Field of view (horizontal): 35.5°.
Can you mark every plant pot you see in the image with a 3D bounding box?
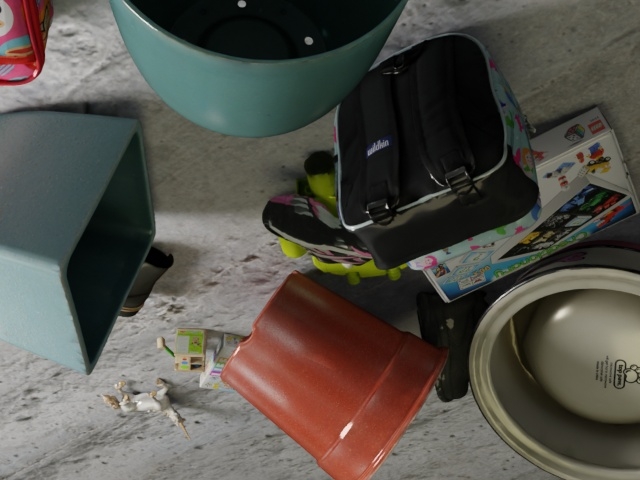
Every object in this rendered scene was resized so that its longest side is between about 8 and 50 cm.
[{"bbox_3d":[-0.065,-0.236,0.967,0.292,0.293,0.235,3,159,-6],"label":"plant pot"},{"bbox_3d":[-0.379,-0.017,1.277,0.252,0.248,0.247,14,144,6],"label":"plant pot"},{"bbox_3d":[0.010,0.199,1.520,0.265,0.272,0.272,35,138,2],"label":"plant pot"}]

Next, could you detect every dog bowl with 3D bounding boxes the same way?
[{"bbox_3d":[0.437,0.178,1.513,0.407,0.150,0.408,12,123,18],"label":"dog bowl"}]

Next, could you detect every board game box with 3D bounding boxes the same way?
[{"bbox_3d":[0.269,-0.040,1.365,0.305,0.053,0.193,-26,139,11],"label":"board game box"},{"bbox_3d":[-0.143,0.221,1.769,0.103,0.026,0.154,12,141,-17],"label":"board game box"}]

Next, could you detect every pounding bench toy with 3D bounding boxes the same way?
[{"bbox_3d":[-0.236,0.188,1.699,0.083,0.052,0.065,3,143,-7],"label":"pounding bench toy"}]

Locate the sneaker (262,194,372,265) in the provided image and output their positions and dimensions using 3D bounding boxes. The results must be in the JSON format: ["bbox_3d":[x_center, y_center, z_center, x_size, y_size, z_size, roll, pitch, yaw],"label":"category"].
[{"bbox_3d":[0.000,0.000,1.363,0.178,0.072,0.077,21,146,-14],"label":"sneaker"}]

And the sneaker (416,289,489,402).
[{"bbox_3d":[0.239,0.180,1.671,0.130,0.109,0.286,-12,144,4],"label":"sneaker"}]

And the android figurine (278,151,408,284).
[{"bbox_3d":[0.060,-0.026,1.427,0.248,0.056,0.273,-6,141,5],"label":"android figurine"}]

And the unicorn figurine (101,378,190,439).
[{"bbox_3d":[-0.315,0.301,1.853,0.161,0.060,0.111,11,145,10],"label":"unicorn figurine"}]

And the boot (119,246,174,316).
[{"bbox_3d":[-0.332,0.041,1.496,0.197,0.077,0.137,10,139,-37],"label":"boot"}]

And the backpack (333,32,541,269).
[{"bbox_3d":[0.133,-0.106,1.160,0.225,0.254,0.191,-24,142,21],"label":"backpack"}]

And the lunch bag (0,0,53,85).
[{"bbox_3d":[-0.433,-0.262,1.048,0.293,0.120,0.258,3,147,-4],"label":"lunch bag"}]
